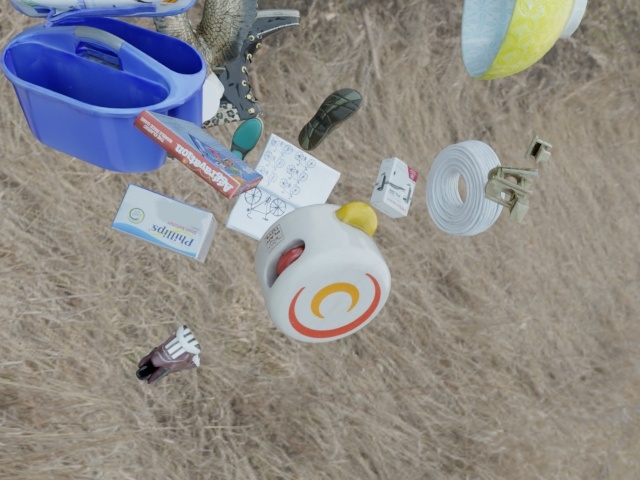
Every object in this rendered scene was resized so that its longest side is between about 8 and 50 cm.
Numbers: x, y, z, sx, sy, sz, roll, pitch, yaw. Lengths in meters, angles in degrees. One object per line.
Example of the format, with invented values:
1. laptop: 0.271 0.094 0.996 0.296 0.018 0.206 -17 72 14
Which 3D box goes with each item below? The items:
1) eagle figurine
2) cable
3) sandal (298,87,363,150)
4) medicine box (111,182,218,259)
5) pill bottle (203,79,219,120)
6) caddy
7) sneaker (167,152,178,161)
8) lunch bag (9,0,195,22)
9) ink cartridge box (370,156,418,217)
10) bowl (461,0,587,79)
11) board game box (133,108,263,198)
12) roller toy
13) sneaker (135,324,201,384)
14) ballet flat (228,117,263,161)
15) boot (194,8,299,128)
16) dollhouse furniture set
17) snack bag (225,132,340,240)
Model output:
1. eagle figurine: -0.290 -0.487 1.494 0.225 0.298 0.226 27 60 -8
2. cable: 0.386 -0.140 1.730 0.089 0.257 0.257 -6 88 -27
3. sandal: 0.031 -0.330 1.757 0.090 0.219 0.060 49 20 17
4. medicine box: -0.471 -0.046 1.986 0.263 0.289 0.149 20 83 -4
5. pill bottle: -0.305 -0.297 1.337 0.117 0.214 0.117 -14 110 -41
6. caddy: -0.351 -0.264 1.056 0.179 0.341 0.241 96 21 -45
7. sneaker: -0.461 -0.296 2.082 0.216 0.121 0.079 -2 100 -53
8. lunch bag: -0.331 -0.438 0.926 0.303 0.115 0.243 -5 95 -8
9. ink cartridge box: 0.202 -0.142 1.738 0.099 0.056 0.135 28 70 -33
10. bowl: 0.366 -0.421 1.117 0.155 0.289 0.290 4 71 -7
11. board game box: -0.156 -0.119 0.892 0.145 0.281 0.027 37 96 -4
12. roller toy: -0.001 0.045 0.984 0.191 0.209 0.146 -11 43 -12
13. sneaker: -0.401 0.308 1.651 0.162 0.281 0.106 -34 78 -21
14. ballet flat: -0.261 -0.311 2.112 0.086 0.248 0.086 29 24 -15
15. boot: -0.218 -0.494 1.828 0.377 0.138 0.285 -16 103 -8
16. dollhouse furniture set: 0.445 -0.156 1.450 0.101 0.161 0.182 25 26 8
17. snack bag: -0.122 -0.135 2.105 0.323 0.037 0.343 27 93 -38
